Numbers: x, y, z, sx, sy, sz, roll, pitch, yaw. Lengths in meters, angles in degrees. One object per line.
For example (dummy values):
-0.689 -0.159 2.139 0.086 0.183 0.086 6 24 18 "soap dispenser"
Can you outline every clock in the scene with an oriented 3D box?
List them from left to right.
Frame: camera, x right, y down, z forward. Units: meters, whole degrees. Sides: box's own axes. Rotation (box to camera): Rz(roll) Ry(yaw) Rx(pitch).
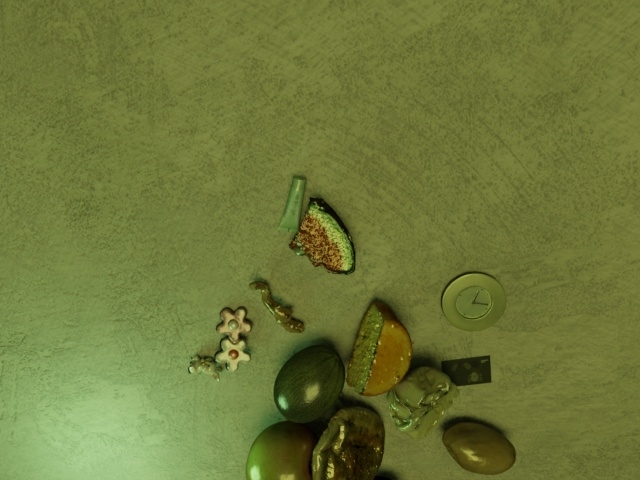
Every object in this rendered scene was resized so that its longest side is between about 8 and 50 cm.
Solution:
0.565 0.227 1.588 0.234 0.029 0.235 1 106 3 "clock"

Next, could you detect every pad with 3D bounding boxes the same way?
0.576 0.519 1.692 0.190 0.004 0.127 -9 107 6 "pad"

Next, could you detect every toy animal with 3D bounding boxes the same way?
-0.459 0.508 1.709 0.124 0.071 0.085 0 107 3 "toy animal"

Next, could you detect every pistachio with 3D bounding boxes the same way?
0.628 0.829 1.710 0.292 0.162 0.182 14 72 2 "pistachio"

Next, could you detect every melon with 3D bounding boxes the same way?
-0.038 0.534 1.606 0.237 0.237 0.302 39 100 -9 "melon"

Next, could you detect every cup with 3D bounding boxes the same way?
0.064 0.659 1.748 0.054 0.075 0.083 -16 115 47 "cup"

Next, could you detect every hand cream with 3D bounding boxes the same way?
-0.092 -0.123 1.498 0.078 0.050 0.205 7 114 -17 "hand cream"

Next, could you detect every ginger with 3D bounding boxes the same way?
-0.161 0.252 1.611 0.089 0.075 0.288 -25 111 34 "ginger"

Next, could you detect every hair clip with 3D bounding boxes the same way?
-0.336 0.382 1.667 0.146 0.075 0.257 6 104 6 "hair clip"

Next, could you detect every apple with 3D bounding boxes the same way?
-0.127 0.880 1.682 0.277 0.319 0.319 -9 110 40 "apple"

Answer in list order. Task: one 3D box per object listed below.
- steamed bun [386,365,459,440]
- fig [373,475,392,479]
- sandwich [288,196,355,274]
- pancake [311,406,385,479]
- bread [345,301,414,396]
0.363 0.590 1.626 0.268 0.207 0.280 -48 140 -5 "steamed bun"
0.264 1.162 1.841 0.216 0.217 0.321 -8 130 6 "fig"
0.014 0.002 1.505 0.292 0.109 0.212 43 111 -8 "sandwich"
0.122 0.837 1.677 0.386 0.082 0.387 -3 95 -40 "pancake"
0.233 0.407 1.565 0.178 0.194 0.340 16 92 -15 "bread"
